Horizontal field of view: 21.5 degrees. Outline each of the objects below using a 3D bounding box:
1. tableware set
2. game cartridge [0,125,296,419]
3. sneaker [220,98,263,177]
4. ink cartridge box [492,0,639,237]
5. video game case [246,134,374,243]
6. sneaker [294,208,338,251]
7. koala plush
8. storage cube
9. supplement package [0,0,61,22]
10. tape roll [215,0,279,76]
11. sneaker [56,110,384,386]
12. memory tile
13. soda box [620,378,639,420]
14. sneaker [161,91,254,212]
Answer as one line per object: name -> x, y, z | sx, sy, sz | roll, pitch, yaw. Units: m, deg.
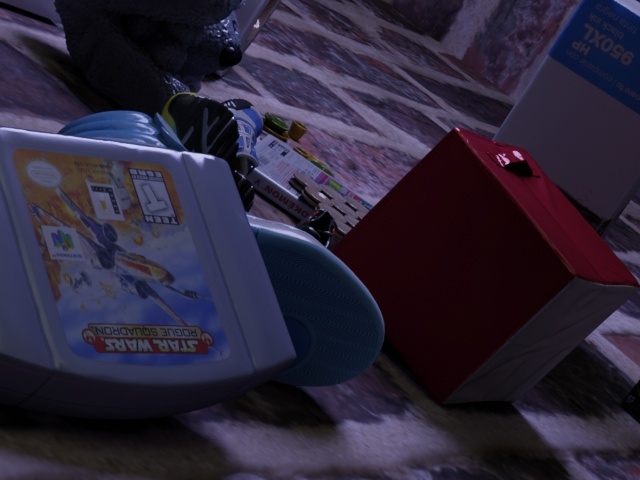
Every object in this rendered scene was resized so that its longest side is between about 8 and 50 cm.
tableware set -> -0.029, -0.122, 2.112 | 0.104, 0.024, 0.154 | 30, 14, -17
game cartridge -> -0.146, 0.023, 1.140 | 0.297, 0.062, 0.198 | 5, 53, -47
sneaker -> -0.103, -0.091, 1.763 | 0.081, 0.080, 0.211 | 42, 24, 3
ink cartridge box -> 0.291, -0.089, 1.976 | 0.166, 0.395, 0.285 | 34, 14, 9
video game case -> -0.006, -0.050, 1.934 | 0.183, 0.023, 0.201 | 34, 13, 0
sneaker -> 0.000, 0.000, 1.696 | 0.061, 0.065, 0.158 | 35, 15, 2
koala plush -> -0.163, -0.240, 1.882 | 0.203, 0.196, 0.221 | 29, 16, 20
storage cube -> 0.160, 0.032, 1.657 | 0.193, 0.215, 0.183 | 52, 20, 23
supplement package -> -0.373, -0.381, 1.948 | 0.244, 0.139, 0.134 | 42, 16, 32
tape roll -> -0.130, -0.360, 2.212 | 0.169, 0.246, 0.246 | 34, 14, -1
sneaker -> -0.093, -0.009, 1.402 | 0.319, 0.127, 0.208 | 30, 16, -20
memory tile -> 0.031, -0.022, 1.847 | 0.113, 0.012, 0.148 | 25, 17, -35
soda box -> 0.430, 0.195, 2.031 | 0.053, 0.060, 0.169 | 44, 17, 30
sneaker -> -0.127, -0.073, 1.550 | 0.094, 0.081, 0.208 | 29, -23, 20
